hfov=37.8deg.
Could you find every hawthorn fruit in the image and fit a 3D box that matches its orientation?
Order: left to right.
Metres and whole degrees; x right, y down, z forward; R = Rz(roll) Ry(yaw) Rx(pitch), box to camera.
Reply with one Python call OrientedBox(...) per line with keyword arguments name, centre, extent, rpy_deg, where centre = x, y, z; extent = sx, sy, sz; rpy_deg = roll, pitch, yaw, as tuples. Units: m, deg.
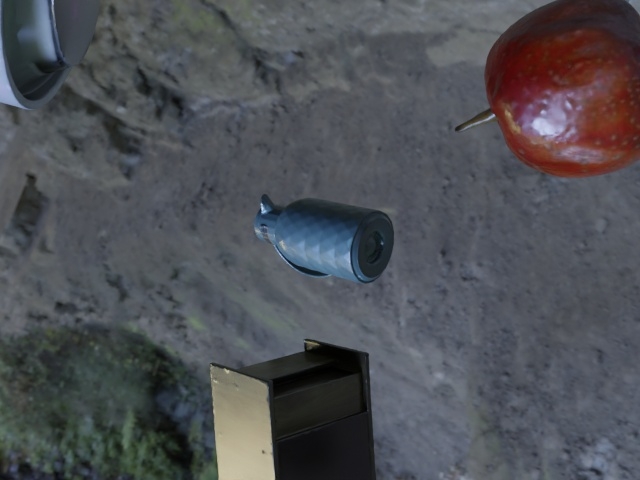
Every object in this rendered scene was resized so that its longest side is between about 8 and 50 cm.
OrientedBox(name="hawthorn fruit", centre=(0.370, -0.227, 1.473), extent=(0.330, 0.287, 0.287), rpy_deg=(-17, 50, 14))

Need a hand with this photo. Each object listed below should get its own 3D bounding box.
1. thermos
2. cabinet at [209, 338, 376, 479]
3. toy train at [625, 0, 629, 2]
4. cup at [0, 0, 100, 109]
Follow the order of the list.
OrientedBox(name="thermos", centre=(0.000, 0.000, 1.859), extent=(0.287, 0.182, 0.145), rpy_deg=(13, 43, 38))
OrientedBox(name="cabinet", centre=(-0.038, 0.261, 1.282), extent=(0.148, 0.175, 0.215), rpy_deg=(8, 105, 50))
OrientedBox(name="toy train", centre=(0.497, -0.622, 1.804), extent=(0.088, 0.407, 0.086), rpy_deg=(-36, 22, -21))
OrientedBox(name="cup", centre=(-0.359, -0.267, 0.743), extent=(0.253, 0.372, 0.253), rpy_deg=(-166, 90, -89))
